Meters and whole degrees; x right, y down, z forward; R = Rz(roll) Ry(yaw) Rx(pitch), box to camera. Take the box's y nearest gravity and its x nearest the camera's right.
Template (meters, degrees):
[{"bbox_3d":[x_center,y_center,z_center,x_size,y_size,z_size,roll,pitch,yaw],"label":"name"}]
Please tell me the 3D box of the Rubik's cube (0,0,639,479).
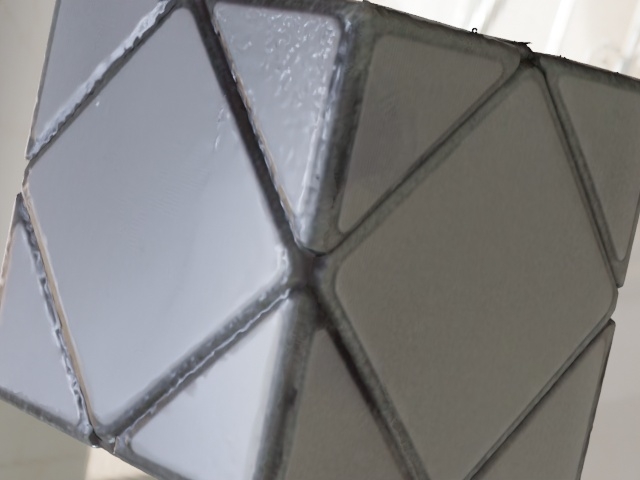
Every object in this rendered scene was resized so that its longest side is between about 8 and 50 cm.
[{"bbox_3d":[0.000,0.000,0.715,0.205,0.207,0.205,8,-173,-45],"label":"Rubik's cube"}]
